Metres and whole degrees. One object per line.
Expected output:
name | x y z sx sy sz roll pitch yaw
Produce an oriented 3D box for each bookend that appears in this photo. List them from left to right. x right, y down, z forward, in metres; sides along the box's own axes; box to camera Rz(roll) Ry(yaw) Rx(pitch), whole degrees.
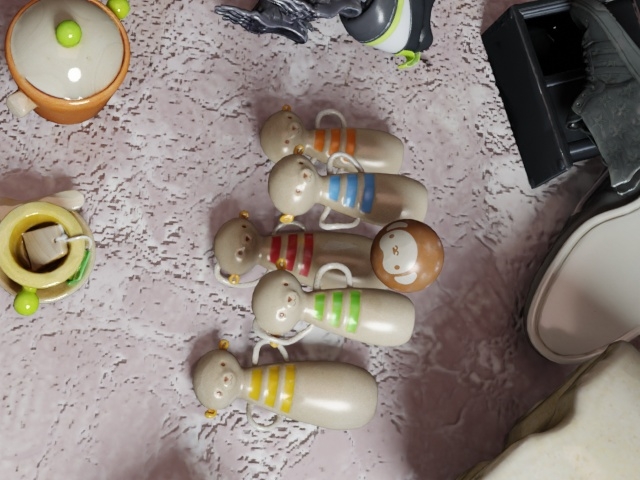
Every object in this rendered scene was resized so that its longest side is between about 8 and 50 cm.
bookend | 0.252 -0.146 1.006 0.156 0.072 0.157 -14 83 -17

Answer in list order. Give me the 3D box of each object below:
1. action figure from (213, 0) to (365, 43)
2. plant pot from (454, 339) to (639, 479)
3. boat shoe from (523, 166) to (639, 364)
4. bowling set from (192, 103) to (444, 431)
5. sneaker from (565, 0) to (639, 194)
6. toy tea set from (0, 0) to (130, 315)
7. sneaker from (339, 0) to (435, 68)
action figure | -0.006 -0.319 0.931 0.140 0.164 0.276 19 81 -37
plant pot | 0.250 0.258 0.812 0.334 0.334 0.305 -40 78 -18
boat shoe | 0.293 -0.017 0.990 0.112 0.095 0.335 42 77 -3
bowling set | 0.000 0.000 0.850 0.154 0.200 0.287 10 72 -11
sneaker | 0.239 -0.128 0.926 0.089 0.051 0.170 -36 64 9
toy tea set | -0.256 -0.059 0.829 0.199 0.124 0.336 6 77 -13
sneaker | 0.079 -0.269 0.999 0.097 0.084 0.235 22 73 -34
